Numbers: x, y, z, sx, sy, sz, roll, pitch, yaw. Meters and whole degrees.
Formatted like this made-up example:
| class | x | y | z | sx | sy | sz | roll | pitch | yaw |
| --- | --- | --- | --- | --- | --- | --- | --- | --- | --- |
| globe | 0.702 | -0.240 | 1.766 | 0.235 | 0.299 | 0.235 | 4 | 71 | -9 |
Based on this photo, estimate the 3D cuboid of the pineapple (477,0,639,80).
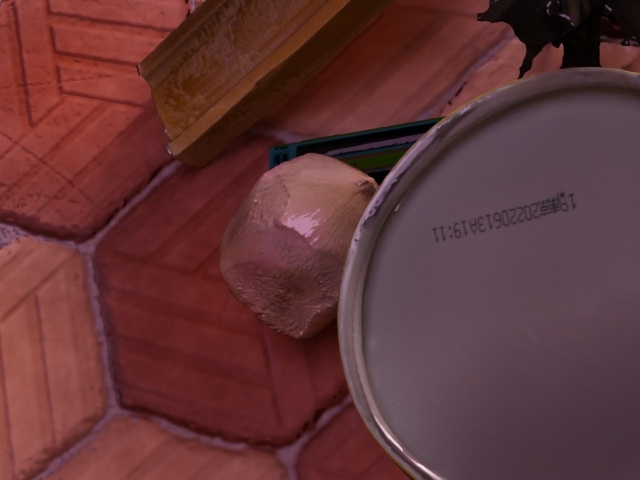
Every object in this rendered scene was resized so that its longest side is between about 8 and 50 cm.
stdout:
| class | x | y | z | sx | sy | sz | roll | pitch | yaw |
| --- | --- | --- | --- | --- | --- | --- | --- | --- | --- |
| pineapple | 0.138 | -0.251 | 1.004 | 0.165 | 0.165 | 0.364 | -24 | 64 | 8 |

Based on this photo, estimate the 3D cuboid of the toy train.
| class | x | y | z | sx | sy | sz | roll | pitch | yaw |
| --- | --- | --- | --- | --- | --- | --- | --- | --- | --- |
| toy train | 0.070 | -0.059 | 1.008 | 0.209 | 0.044 | 0.042 | -9 | 64 | 14 |

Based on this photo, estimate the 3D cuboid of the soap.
| class | x | y | z | sx | sy | sz | roll | pitch | yaw |
| --- | --- | --- | --- | --- | --- | --- | --- | --- | --- |
| soap | -0.026 | -0.156 | 1.028 | 0.252 | 0.037 | 0.092 | -38 | 59 | 30 |

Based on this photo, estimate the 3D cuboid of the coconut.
| class | x | y | z | sx | sy | sz | roll | pitch | yaw |
| --- | --- | --- | --- | --- | --- | --- | --- | --- | --- |
| coconut | 0.000 | 0.000 | 0.959 | 0.124 | 0.110 | 0.110 | -44 | 51 | 44 |

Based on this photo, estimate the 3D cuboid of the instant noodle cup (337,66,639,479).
| class | x | y | z | sx | sy | sz | roll | pitch | yaw |
| --- | --- | --- | --- | --- | --- | --- | --- | --- | --- |
| instant noodle cup | 0.161 | 0.062 | 0.799 | 0.311 | 0.221 | 0.311 | -12 | 64 | 26 |
